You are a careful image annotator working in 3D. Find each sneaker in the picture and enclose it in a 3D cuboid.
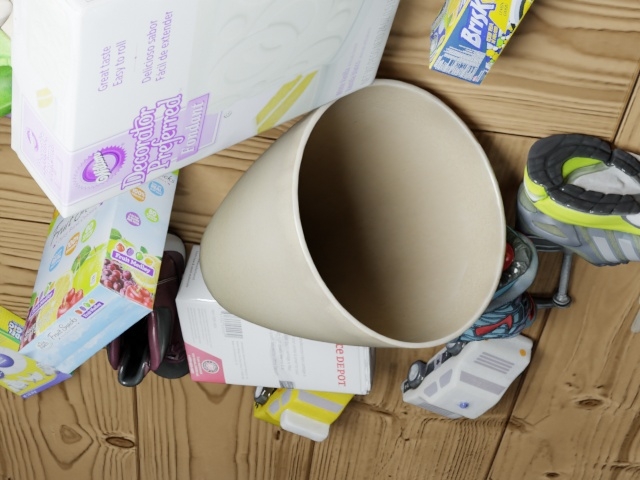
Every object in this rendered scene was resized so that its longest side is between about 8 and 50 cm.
[{"bbox_3d":[0.189,0.049,1.504,0.125,0.104,0.262,13,161,-15],"label":"sneaker"},{"bbox_3d":[-0.207,0.122,1.617,0.106,0.163,0.281,2,142,7],"label":"sneaker"},{"bbox_3d":[0.337,-0.021,1.411,0.300,0.111,0.121,18,152,-5],"label":"sneaker"}]

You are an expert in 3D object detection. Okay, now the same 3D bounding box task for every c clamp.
[{"bbox_3d":[0.256,0.034,1.543,0.137,0.022,0.161,7,143,2],"label":"c clamp"}]

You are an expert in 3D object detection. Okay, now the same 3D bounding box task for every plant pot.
[{"bbox_3d":[0.000,0.000,1.389,0.256,0.256,0.274,31,152,-27],"label":"plant pot"}]

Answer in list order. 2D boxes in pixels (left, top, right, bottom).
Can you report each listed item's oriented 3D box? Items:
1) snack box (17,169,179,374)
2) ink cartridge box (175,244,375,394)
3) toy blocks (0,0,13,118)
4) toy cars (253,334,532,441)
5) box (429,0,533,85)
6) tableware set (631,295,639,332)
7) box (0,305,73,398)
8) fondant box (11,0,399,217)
[{"bbox_3d":[-0.230,0.011,1.442,0.070,0.207,0.174,29,136,-26],"label":"snack box"},{"bbox_3d":[-0.045,0.093,1.601,0.217,0.092,0.159,5,138,8],"label":"ink cartridge box"},{"bbox_3d":[-0.339,-0.226,1.193,0.260,0.309,0.288,44,125,5],"label":"toy blocks"},{"bbox_3d":[0.080,0.195,1.726,0.393,0.087,0.176,-9,140,20],"label":"toy cars"},{"bbox_3d":[0.151,-0.217,1.207,0.054,0.059,0.169,16,142,-12],"label":"box"},{"bbox_3d":[0.429,0.069,1.546,0.128,0.039,0.194,5,142,2],"label":"tableware set"},{"bbox_3d":[-0.413,0.134,1.766,0.105,0.043,0.179,-27,130,35],"label":"box"},{"bbox_3d":[-0.083,-0.179,1.112,0.330,0.096,0.238,-25,153,-28],"label":"fondant box"}]
